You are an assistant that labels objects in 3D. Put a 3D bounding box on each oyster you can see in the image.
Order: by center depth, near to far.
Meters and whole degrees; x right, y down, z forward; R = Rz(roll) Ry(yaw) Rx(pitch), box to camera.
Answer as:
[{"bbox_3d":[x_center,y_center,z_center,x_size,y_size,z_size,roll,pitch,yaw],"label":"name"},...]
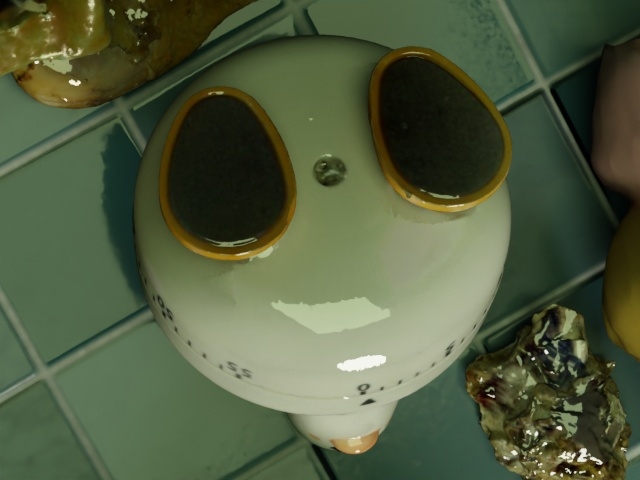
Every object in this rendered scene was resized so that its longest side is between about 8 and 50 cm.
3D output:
[{"bbox_3d":[0.163,0.122,1.310,0.103,0.051,0.148,-37,112,2],"label":"oyster"}]

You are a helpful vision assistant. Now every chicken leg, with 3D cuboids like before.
[{"bbox_3d":[-0.102,-0.153,1.219,0.207,0.085,0.101,-25,89,-16],"label":"chicken leg"}]

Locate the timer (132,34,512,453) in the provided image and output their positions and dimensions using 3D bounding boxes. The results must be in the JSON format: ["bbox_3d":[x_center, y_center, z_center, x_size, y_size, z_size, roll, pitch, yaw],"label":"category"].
[{"bbox_3d":[0.000,0.000,1.216,0.233,0.240,0.234,1,66,-3],"label":"timer"}]

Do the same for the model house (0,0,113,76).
[{"bbox_3d":[-0.257,-0.193,1.053,0.239,0.173,0.268,-26,89,-20],"label":"model house"}]

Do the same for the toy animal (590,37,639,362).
[{"bbox_3d":[0.254,-0.022,1.261,0.169,0.195,0.281,-3,94,29],"label":"toy animal"}]
